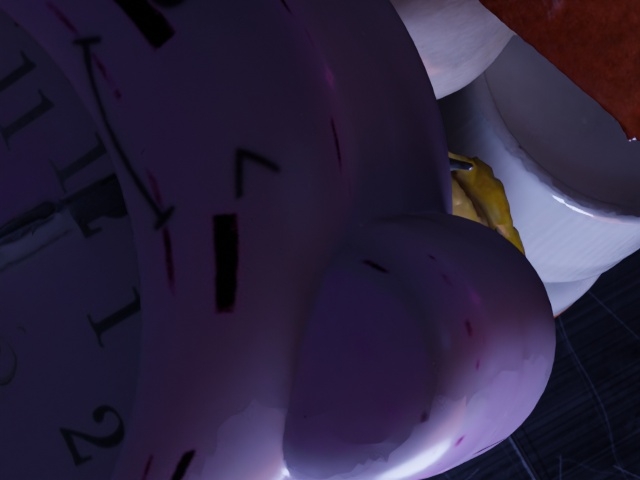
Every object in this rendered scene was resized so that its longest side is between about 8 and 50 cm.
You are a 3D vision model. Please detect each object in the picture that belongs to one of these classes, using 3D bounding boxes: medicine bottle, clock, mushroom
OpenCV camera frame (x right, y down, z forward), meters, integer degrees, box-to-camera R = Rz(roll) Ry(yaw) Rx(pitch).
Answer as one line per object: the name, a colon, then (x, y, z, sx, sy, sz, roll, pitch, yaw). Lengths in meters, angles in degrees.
medicine bottle: (0.084, -0.021, 1.349, 0.211, 0.211, 0.371, -23, 169, -37)
clock: (-0.109, 0.011, 0.630, 0.322, 0.295, 0.113, -30, 170, 26)
mushroom: (0.073, -0.128, 1.100, 0.212, 0.088, 0.097, -24, 148, -41)

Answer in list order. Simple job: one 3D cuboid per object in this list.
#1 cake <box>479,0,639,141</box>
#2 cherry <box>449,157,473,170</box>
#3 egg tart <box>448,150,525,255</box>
cake: (0.198, -0.145, 0.967, 0.158, 0.262, 0.159, -24, 153, -52)
cherry: (-0.055, -0.026, 0.904, 0.285, 0.213, 0.236, -8, 163, 32)
egg tart: (0.000, 0.000, 1.189, 0.291, 0.291, 0.107, -41, -163, 50)
